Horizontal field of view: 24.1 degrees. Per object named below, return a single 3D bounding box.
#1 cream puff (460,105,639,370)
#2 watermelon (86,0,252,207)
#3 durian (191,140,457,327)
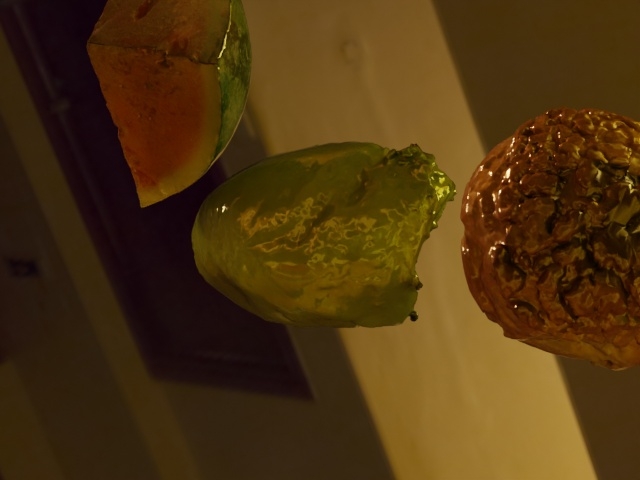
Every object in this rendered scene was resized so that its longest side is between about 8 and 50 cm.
[{"bbox_3d":[0.339,0.002,1.800,0.327,0.343,0.231,-39,-173,-25],"label":"cream puff"},{"bbox_3d":[-0.155,-0.185,1.627,0.176,0.260,0.256,-18,-146,-1],"label":"watermelon"},{"bbox_3d":[0.000,0.000,1.628,0.339,0.204,0.256,-8,175,18],"label":"durian"}]
